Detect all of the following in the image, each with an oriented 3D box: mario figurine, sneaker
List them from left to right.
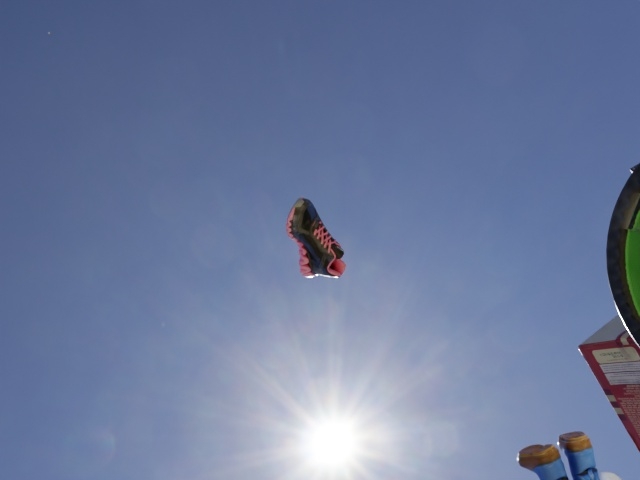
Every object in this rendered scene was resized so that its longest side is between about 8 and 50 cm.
[{"bbox_3d":[0.000,0.000,0.770,0.047,0.057,0.119,-57,-33,-30],"label":"sneaker"},{"bbox_3d":[0.448,0.511,1.220,0.198,0.170,0.320,-20,-102,23],"label":"mario figurine"}]

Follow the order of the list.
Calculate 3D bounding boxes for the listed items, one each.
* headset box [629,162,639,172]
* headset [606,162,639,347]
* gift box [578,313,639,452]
[{"bbox_3d":[0.479,-0.103,0.952,0.083,0.062,0.032,-34,-79,18],"label":"headset box"},{"bbox_3d":[0.414,0.047,0.514,0.185,0.394,0.243,-6,-60,-34],"label":"headset"},{"bbox_3d":[0.586,0.158,1.029,0.258,0.255,0.276,-28,-87,-26],"label":"gift box"}]
